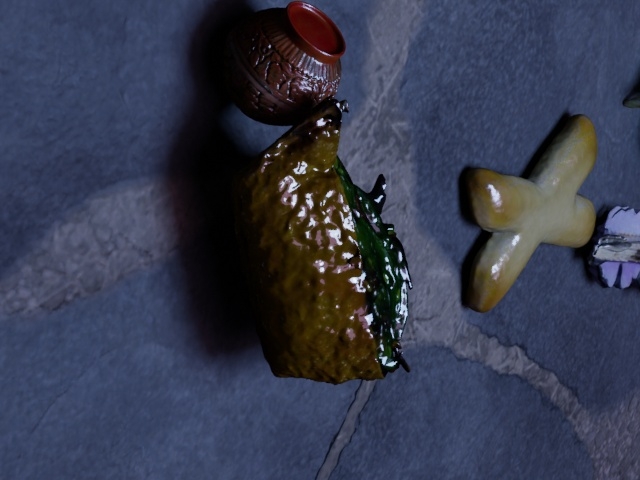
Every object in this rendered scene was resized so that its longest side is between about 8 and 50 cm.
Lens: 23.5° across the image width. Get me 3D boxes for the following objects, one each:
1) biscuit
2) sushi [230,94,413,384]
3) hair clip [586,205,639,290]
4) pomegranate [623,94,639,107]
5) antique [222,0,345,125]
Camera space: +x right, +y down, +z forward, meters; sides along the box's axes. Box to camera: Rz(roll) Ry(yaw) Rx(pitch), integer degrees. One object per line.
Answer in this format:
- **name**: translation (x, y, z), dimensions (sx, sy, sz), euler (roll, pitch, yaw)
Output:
- **biscuit**: translation (0.227, -0.031, 1.639), dimensions (0.208, 0.047, 0.164), euler (-30, 125, -40)
- **sushi**: translation (0.000, 0.000, 1.297), dimensions (0.140, 0.149, 0.287), euler (-14, 115, -6)
- **hair clip**: translation (0.398, 0.018, 1.846), dimensions (0.292, 0.084, 0.106), euler (6, 106, -46)
- **pomegranate**: translation (0.443, -0.147, 1.793), dimensions (0.169, 0.148, 0.148), euler (44, 69, -22)
- **antique**: translation (-0.032, -0.139, 1.240), dimensions (0.104, 0.104, 0.104), euler (-23, 122, -43)
